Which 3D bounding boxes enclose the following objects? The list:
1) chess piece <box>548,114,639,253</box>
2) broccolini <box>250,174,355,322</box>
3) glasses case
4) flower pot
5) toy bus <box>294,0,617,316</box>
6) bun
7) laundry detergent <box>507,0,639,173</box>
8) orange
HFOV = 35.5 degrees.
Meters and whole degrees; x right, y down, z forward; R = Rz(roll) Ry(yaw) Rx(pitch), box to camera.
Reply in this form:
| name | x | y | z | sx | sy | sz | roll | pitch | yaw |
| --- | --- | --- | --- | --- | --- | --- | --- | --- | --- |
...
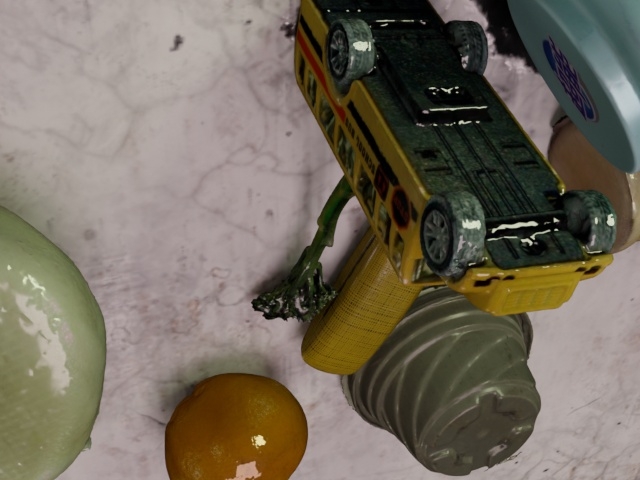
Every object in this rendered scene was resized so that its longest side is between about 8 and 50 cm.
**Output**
| name | x | y | z | sx | sy | sz | roll | pitch | yaw |
| --- | --- | --- | --- | --- | --- | --- | --- | --- | --- |
| chess piece | 0.372 | -0.085 | 1.004 | 0.261 | 0.142 | 0.142 | -16 | 133 | -17 |
| broccolini | 0.006 | 0.006 | 0.928 | 0.071 | 0.057 | 0.254 | -36 | 165 | -39 |
| glasses case | 0.059 | 0.043 | 1.013 | 0.079 | 0.064 | 0.234 | 15 | 121 | -29 |
| flower pot | 0.151 | 0.169 | 1.112 | 0.235 | 0.140 | 0.235 | -13 | 135 | -14 |
| toy bus | 0.079 | -0.071 | 0.740 | 0.121 | 0.335 | 0.123 | -5 | 135 | -21 |
| bun | -0.308 | 0.083 | 0.823 | 0.283 | 0.179 | 0.283 | -2 | 114 | -5 |
| laundry detergent | 0.318 | -0.207 | 0.761 | 0.305 | 0.287 | 0.287 | -34 | 134 | 5 |
| orange | -0.092 | 0.209 | 1.041 | 0.136 | 0.159 | 0.159 | 42 | 109 | 0 |
